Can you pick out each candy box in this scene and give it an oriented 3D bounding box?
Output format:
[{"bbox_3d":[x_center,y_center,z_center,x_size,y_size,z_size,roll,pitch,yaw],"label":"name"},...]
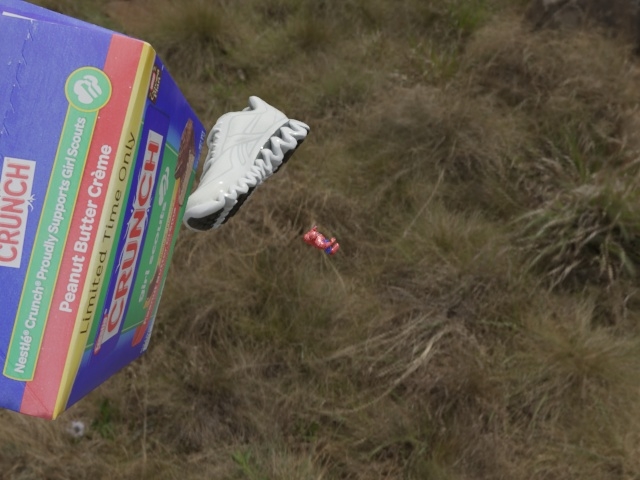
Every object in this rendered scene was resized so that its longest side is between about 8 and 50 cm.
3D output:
[{"bbox_3d":[-0.205,-0.019,0.595,0.122,0.317,0.268,15,88,-2],"label":"candy box"}]

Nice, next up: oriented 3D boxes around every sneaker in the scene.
[{"bbox_3d":[-0.132,-0.119,1.010,0.118,0.110,0.292,42,44,-6],"label":"sneaker"}]

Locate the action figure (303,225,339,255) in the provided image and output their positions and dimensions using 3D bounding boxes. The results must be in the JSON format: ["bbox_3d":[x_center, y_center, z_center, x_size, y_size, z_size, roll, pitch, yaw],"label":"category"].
[{"bbox_3d":[0.000,0.000,0.937,0.038,0.115,0.030,30,92,12],"label":"action figure"}]
